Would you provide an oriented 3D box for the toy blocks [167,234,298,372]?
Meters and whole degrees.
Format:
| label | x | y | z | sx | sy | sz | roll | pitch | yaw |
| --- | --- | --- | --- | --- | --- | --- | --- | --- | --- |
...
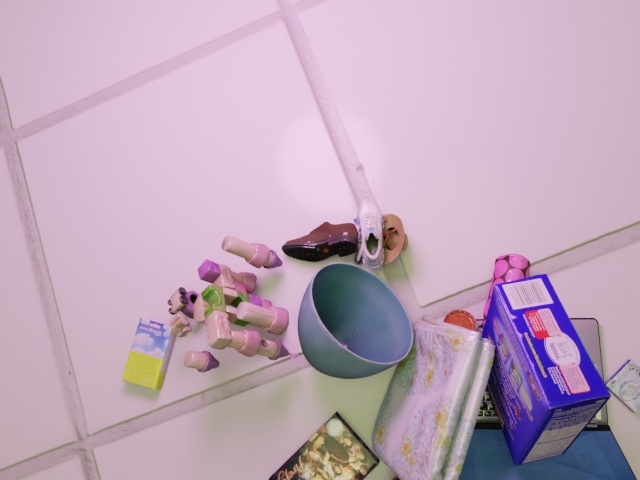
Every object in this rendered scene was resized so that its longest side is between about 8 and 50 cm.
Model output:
| label | x | y | z | sx | sy | sz | roll | pitch | yaw |
| --- | --- | --- | --- | --- | --- | --- | --- | --- | --- |
| toy blocks | -0.199 | 0.197 | 1.347 | 0.309 | 0.260 | 0.289 | -44 | 45 | 24 |

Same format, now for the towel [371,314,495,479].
| label | x | y | z | sx | sy | sz | roll | pitch | yaw |
| --- | --- | --- | --- | --- | --- | --- | --- | --- | --- |
| towel | 0.245 | 0.367 | 1.173 | 0.090 | 0.320 | 0.375 | 20 | 83 | -10 |

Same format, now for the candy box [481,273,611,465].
| label | x | y | z | sx | sy | sz | roll | pitch | yaw |
| --- | --- | --- | --- | --- | --- | --- | --- | --- | --- |
| candy box | 0.434 | 0.273 | 1.053 | 0.122 | 0.317 | 0.268 | -9 | 50 | -1 |

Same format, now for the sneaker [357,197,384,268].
| label | x | y | z | sx | sy | sz | roll | pitch | yaw |
| --- | --- | --- | --- | --- | --- | --- | --- | --- | --- |
| sneaker | 0.136 | -0.028 | 1.332 | 0.071 | 0.083 | 0.191 | -8 | 72 | 5 |

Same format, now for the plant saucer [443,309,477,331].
| label | x | y | z | sx | sy | sz | roll | pitch | yaw |
| --- | --- | --- | --- | --- | --- | --- | --- | --- | --- |
| plant saucer | 0.358 | 0.216 | 1.309 | 0.083 | 0.013 | 0.084 | -5 | 50 | 7 |

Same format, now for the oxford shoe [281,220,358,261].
| label | x | y | z | sx | sy | sz | roll | pitch | yaw |
| --- | --- | --- | --- | --- | --- | --- | --- | --- | --- |
| oxford shoe | 0.000 | 0.000 | 1.400 | 0.227 | 0.083 | 0.096 | -9 | 52 | 22 |

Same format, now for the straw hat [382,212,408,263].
| label | x | y | z | sx | sy | sz | roll | pitch | yaw |
| --- | --- | --- | --- | --- | --- | --- | --- | --- | --- |
| straw hat | 0.201 | -0.002 | 1.370 | 0.061 | 0.144 | 0.145 | 12 | 80 | -30 |

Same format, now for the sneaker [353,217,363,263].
| label | x | y | z | sx | sy | sz | roll | pitch | yaw |
| --- | --- | --- | --- | --- | --- | --- | --- | --- | --- |
| sneaker | 0.103 | -0.001 | 1.402 | 0.057 | 0.052 | 0.136 | 6 | 74 | 20 |

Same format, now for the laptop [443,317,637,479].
| label | x | y | z | sx | sy | sz | roll | pitch | yaw |
| --- | --- | --- | --- | --- | --- | --- | --- | --- | --- |
| laptop | 0.494 | 0.383 | 1.171 | 0.381 | 0.236 | 0.409 | -2 | 80 | 8 |

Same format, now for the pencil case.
| label | x | y | z | sx | sy | sz | roll | pitch | yaw |
| --- | --- | --- | --- | --- | --- | --- | --- | --- | --- |
| pencil case | 0.462 | 0.140 | 1.280 | 0.095 | 0.098 | 0.210 | 29 | 69 | -18 |

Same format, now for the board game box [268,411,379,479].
| label | x | y | z | sx | sy | sz | roll | pitch | yaw |
| --- | --- | --- | --- | --- | --- | --- | --- | --- | --- |
| board game box | 0.009 | 0.590 | 1.311 | 0.243 | 0.042 | 0.165 | -45 | 77 | -1 |

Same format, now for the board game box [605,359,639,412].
| label | x | y | z | sx | sy | sz | roll | pitch | yaw |
| --- | --- | --- | --- | --- | --- | --- | --- | --- | --- |
| board game box | 0.761 | 0.355 | 1.244 | 0.090 | 0.020 | 0.090 | -44 | 76 | -1 |

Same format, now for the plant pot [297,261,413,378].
| label | x | y | z | sx | sy | sz | roll | pitch | yaw |
| --- | --- | --- | --- | --- | --- | --- | --- | --- | --- |
| plant pot | 0.056 | 0.227 | 1.274 | 0.290 | 0.290 | 0.195 | 48 | 127 | 13 |

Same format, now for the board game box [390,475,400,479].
| label | x | y | z | sx | sy | sz | roll | pitch | yaw |
| --- | --- | --- | --- | --- | --- | --- | --- | --- | --- |
| board game box | 0.225 | 0.575 | 1.232 | 0.201 | 0.136 | 0.035 | -38 | 76 | 2 |

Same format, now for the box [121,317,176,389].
| label | x | y | z | sx | sy | sz | roll | pitch | yaw |
| --- | --- | --- | --- | --- | --- | --- | --- | --- | --- |
| box | -0.480 | 0.317 | 1.437 | 0.108 | 0.042 | 0.179 | 13 | 82 | 10 |
